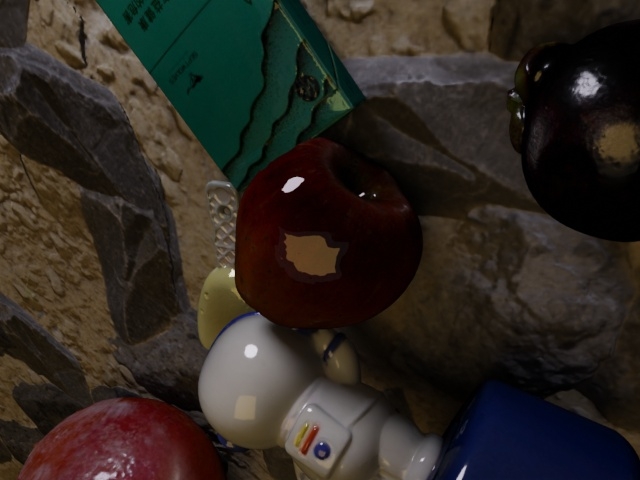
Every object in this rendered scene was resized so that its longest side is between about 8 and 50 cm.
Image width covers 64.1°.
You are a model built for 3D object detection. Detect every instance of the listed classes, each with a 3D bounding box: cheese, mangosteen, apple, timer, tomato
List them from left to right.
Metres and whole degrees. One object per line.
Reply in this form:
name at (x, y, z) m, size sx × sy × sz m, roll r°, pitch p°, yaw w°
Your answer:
tomato at (-0.271, 0.328, 0.777) m, size 0.309 × 0.170 × 0.309 m, roll 4°, pitch 152°, yaw 2°
cheese at (-0.099, 0.050, 0.595) m, size 0.127 × 0.050 × 0.255 m, roll 9°, pitch 120°, yaw 24°
apple at (-0.001, 0.007, 0.456) m, size 0.156 × 0.147 × 0.158 m, roll 20°, pitch 124°, yaw -25°
timer at (0.049, 0.198, 0.487) m, size 0.383 × 0.270 × 0.270 m, roll 31°, pitch 128°, yaw 17°
mangosteen at (0.183, -0.075, 0.337) m, size 0.151 × 0.137 × 0.137 m, roll 43°, pitch 138°, yaw 45°

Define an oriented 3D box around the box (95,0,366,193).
box at (-0.086, -0.174, 0.462) m, size 0.161 × 0.042 × 0.226 m, roll -30°, pitch 101°, yaw 38°
